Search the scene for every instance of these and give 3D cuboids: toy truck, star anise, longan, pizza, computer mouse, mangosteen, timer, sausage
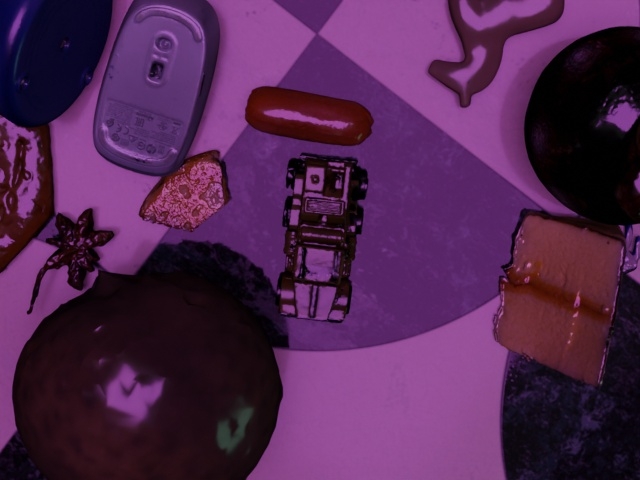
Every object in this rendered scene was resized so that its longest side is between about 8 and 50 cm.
[{"bbox_3d":[0.000,0.001,1.915,0.127,0.127,0.257,7,100,-1],"label":"toy truck"},{"bbox_3d":[-0.402,0.035,1.953,0.097,0.070,0.190,29,98,-5],"label":"star anise"},{"bbox_3d":[-0.253,0.217,1.823,0.391,0.391,0.391,0,96,1],"label":"longan"},{"bbox_3d":[-0.205,-0.071,1.952,0.160,0.036,0.099,-40,94,5],"label":"pizza"},{"bbox_3d":[-0.247,-0.244,1.905,0.160,0.097,0.288,17,108,-3],"label":"computer mouse"},{"bbox_3d":[0.442,-0.147,1.804,0.297,0.297,0.313,-2,54,1],"label":"mangosteen"},{"bbox_3d":[-0.532,-0.355,1.843,0.384,0.270,0.270,24,96,13],"label":"timer"},{"bbox_3d":[-0.016,-0.189,1.919,0.198,0.076,0.076,11,96,-2],"label":"sausage"}]

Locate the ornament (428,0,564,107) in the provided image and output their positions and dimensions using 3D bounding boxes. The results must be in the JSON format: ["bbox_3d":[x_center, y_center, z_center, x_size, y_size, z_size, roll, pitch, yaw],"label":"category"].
[{"bbox_3d":[0.258,-0.343,1.903,0.230,0.061,0.244,-18,92,4],"label":"ornament"}]

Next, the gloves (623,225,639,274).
[{"bbox_3d":[0.472,0.009,1.958,0.064,0.026,0.086,-24,91,2],"label":"gloves"}]

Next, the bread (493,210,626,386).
[{"bbox_3d":[0.360,0.086,1.909,0.178,0.135,0.240,10,100,9],"label":"bread"}]

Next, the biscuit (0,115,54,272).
[{"bbox_3d":[-0.586,-0.105,1.951,0.359,0.046,0.359,0,97,2],"label":"biscuit"}]
